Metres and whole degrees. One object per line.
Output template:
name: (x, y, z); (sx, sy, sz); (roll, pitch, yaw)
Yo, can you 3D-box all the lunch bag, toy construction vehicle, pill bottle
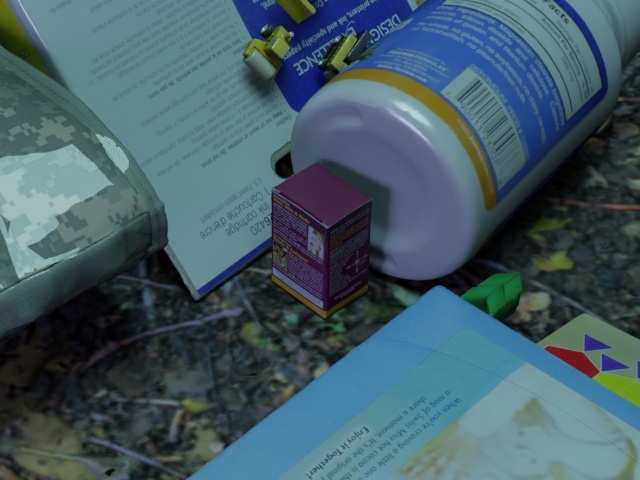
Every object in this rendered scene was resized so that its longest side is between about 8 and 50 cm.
lunch bag: (-0.265, -0.012, 1.247); (0.235, 0.169, 0.287); (-28, 45, -29)
toy construction vehicle: (-0.004, -0.142, 1.378); (0.035, 0.086, 0.098); (-14, 36, 53)
pill bottle: (0.114, -0.104, 1.372); (0.152, 0.152, 0.272); (25, 46, 25)

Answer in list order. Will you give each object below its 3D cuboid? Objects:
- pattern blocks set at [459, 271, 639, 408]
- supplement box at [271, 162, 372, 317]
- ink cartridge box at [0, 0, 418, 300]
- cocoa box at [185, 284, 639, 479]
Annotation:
pattern blocks set: (0.196, 0.114, 1.184); (0.285, 0.026, 0.325); (-20, 41, -41)
supplement box: (0.000, 0.000, 1.302); (0.043, 0.083, 0.055); (-32, 52, -31)
ink cartridge box: (-0.075, -0.159, 1.393); (0.303, 0.307, 0.072); (-36, 15, -35)
cocoa box: (0.026, 0.232, 0.932); (0.231, 0.228, 0.347); (31, 50, 29)
